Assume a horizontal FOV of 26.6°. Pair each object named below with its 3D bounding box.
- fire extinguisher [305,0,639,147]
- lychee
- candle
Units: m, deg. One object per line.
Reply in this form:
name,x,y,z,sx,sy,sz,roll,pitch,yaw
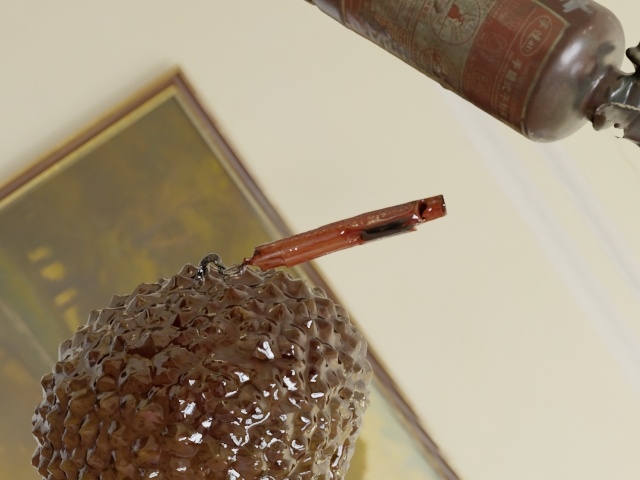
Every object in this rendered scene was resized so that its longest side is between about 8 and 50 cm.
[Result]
fire extinguisher,0.085,-0.090,0.656,0.252,0.106,0.075,37,-47,24
lychee,-0.096,0.143,1.056,0.267,0.267,0.267,44,-21,22
candle,0.000,0.000,0.869,0.026,0.167,0.021,-103,177,-65
